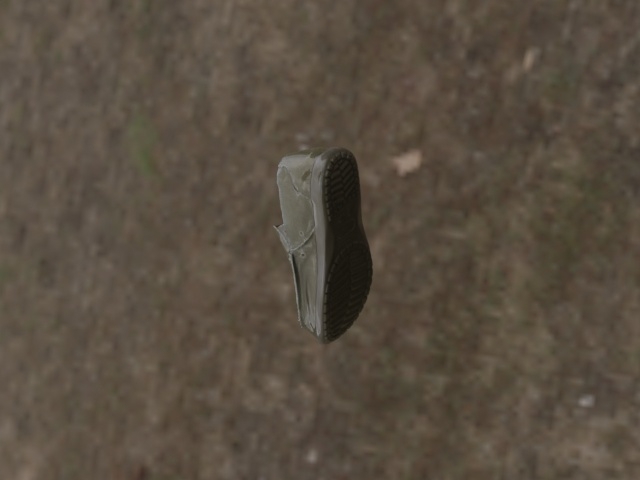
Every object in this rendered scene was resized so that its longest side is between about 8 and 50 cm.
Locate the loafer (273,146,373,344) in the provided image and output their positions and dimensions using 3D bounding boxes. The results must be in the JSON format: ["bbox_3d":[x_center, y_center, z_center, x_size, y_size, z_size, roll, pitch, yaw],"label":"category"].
[{"bbox_3d":[0.000,0.000,1.292,0.050,0.056,0.148,22,125,35],"label":"loafer"}]
